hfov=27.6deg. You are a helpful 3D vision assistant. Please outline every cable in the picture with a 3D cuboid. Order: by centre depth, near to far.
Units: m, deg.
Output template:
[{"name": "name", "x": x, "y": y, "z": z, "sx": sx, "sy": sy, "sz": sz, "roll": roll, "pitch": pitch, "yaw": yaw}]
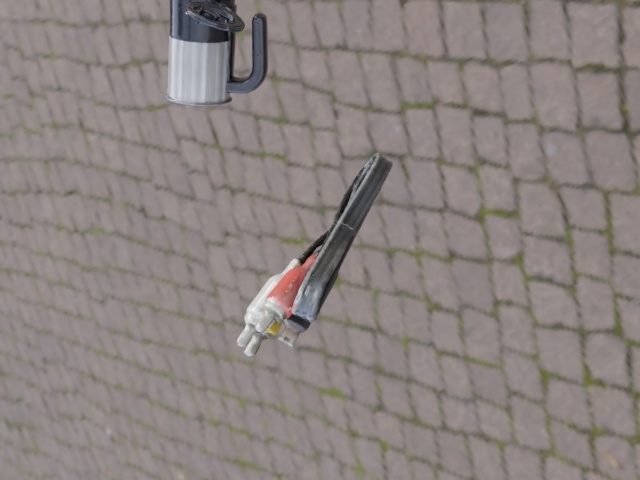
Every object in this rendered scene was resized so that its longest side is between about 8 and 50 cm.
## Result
[{"name": "cable", "x": 0.000, "y": 0.000, "z": 1.437, "sx": 0.072, "sy": 0.287, "sz": 0.139, "roll": 28, "pitch": 158, "yaw": -3}]

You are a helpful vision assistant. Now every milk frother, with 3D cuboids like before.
[{"name": "milk frother", "x": -0.138, "y": -0.225, "z": 1.553, "sx": 0.129, "sy": 0.143, "sz": 0.134, "roll": 11, "pitch": 111, "yaw": 21}]
